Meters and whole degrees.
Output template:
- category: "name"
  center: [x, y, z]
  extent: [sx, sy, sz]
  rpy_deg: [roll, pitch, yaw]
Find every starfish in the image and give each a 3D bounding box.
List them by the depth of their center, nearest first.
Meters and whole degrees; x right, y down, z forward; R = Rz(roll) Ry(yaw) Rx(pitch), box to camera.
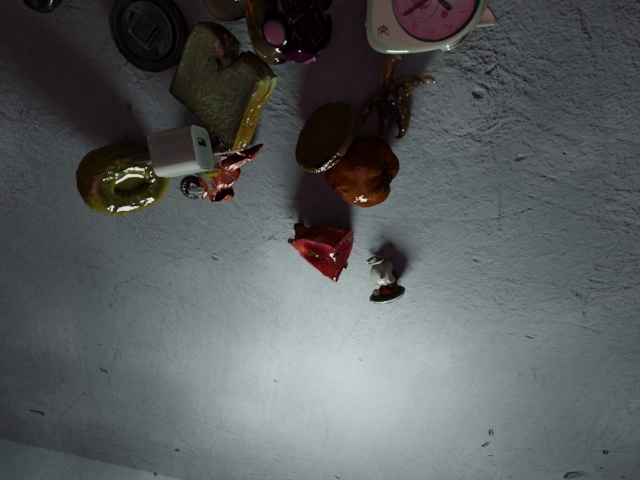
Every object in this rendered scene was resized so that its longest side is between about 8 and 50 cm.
- category: "starfish"
  center: [0.207, -0.398, 1.183]
  extent: [0.215, 0.071, 0.238]
  rpy_deg: [-9, 127, 6]

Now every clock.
- category: "clock"
  center: [0.272, -0.600, 1.036]
  extent: [0.323, 0.109, 0.266]
  rpy_deg: [4, 118, 5]
- category: "clock"
  center: [-0.476, -0.585, 1.181]
  extent: [0.214, 0.042, 0.215]
  rpy_deg: [3, 119, 6]

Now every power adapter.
- category: "power adapter"
  center: [-0.429, -0.247, 1.211]
  extent: [0.204, 0.130, 0.125]
  rpy_deg: [-8, 97, 7]

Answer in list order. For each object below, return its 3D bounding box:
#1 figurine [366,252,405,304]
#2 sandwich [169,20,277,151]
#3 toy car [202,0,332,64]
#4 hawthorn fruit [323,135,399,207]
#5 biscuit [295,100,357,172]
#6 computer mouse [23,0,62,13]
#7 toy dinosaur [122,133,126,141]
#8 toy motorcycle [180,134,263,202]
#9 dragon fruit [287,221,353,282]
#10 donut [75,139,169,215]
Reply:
- category: "figurine"
  center: [0.208, 0.124, 1.444]
  extent: [0.132, 0.132, 0.154]
  rpy_deg: [-15, 103, 15]
- category: "sandwich"
  center: [-0.267, -0.424, 1.144]
  extent: [0.273, 0.095, 0.249]
  rpy_deg: [43, 125, 11]
- category: "toy car"
  center: [-0.141, -0.586, 1.035]
  extent: [0.240, 0.271, 0.341]
  rpy_deg: [-7, 128, 38]
- category: "hawthorn fruit"
  center: [0.095, -0.200, 1.242]
  extent: [0.243, 0.207, 0.208]
  rpy_deg: [9, 123, 35]
- category: "biscuit"
  center: [0.014, -0.291, 1.197]
  extent: [0.226, 0.226, 0.042]
  rpy_deg: [-42, 138, 25]
- category: "computer mouse"
  center: [-0.728, -0.719, 1.122]
  extent: [0.121, 0.073, 0.217]
  rpy_deg: [20, 113, -6]
- category: "toy dinosaur"
  center: [-0.662, -0.240, 1.356]
  extent: [0.044, 0.106, 0.188]
  rpy_deg: [26, 119, -4]
- category: "toy motorcycle"
  center: [-0.316, -0.226, 1.329]
  extent: [0.171, 0.089, 0.298]
  rpy_deg: [35, 116, -13]
- category: "dragon fruit"
  center: [0.000, 0.000, 1.385]
  extent: [0.211, 0.134, 0.262]
  rpy_deg: [23, 156, 11]
- category: "donut"
  center: [-0.601, -0.190, 1.297]
  extent: [0.128, 0.261, 0.209]
  rpy_deg: [28, 139, 41]
